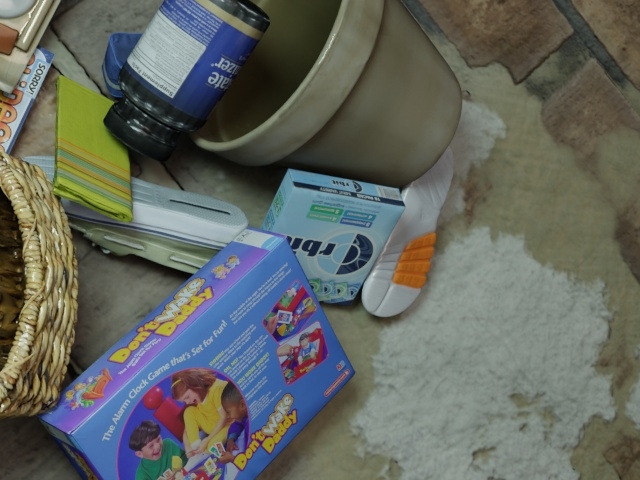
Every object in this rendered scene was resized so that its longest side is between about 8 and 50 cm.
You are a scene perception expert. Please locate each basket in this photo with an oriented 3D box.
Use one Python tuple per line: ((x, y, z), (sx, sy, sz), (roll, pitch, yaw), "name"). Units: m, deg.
((-0.395, 0.042, 1.165), (0.213, 0.223, 0.299), (-11, 74, 18), "basket")

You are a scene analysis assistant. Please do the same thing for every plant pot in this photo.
((0.023, -0.205, 1.453), (0.280, 0.323, 0.323), (28, 66, -36), "plant pot")

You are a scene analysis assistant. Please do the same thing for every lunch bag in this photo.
((-0.232, -0.225, 1.445), (0.098, 0.065, 0.067), (-3, 59, -27), "lunch bag")

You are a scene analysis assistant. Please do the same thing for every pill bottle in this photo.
((-0.168, -0.211, 1.352), (0.123, 0.123, 0.219), (31, 103, -15), "pill bottle")

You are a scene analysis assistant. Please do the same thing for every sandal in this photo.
((0.111, -0.020, 1.549), (0.102, 0.076, 0.265), (30, 76, -41), "sandal")

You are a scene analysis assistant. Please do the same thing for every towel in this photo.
((-0.276, -0.113, 1.341), (0.102, 0.021, 0.237), (28, 28, -30), "towel")

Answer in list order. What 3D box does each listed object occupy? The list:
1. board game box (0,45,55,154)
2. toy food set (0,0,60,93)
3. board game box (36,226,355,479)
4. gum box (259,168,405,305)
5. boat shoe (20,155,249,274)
((-0.426, -0.170, 1.355), (0.136, 0.035, 0.201), (25, 68, -18), "board game box")
((-0.394, -0.358, 1.310), (0.220, 0.092, 0.306), (28, 85, -17), "toy food set")
((-0.133, 0.182, 1.330), (0.347, 0.078, 0.233), (-43, 124, -27), "board game box")
((0.000, 0.000, 1.438), (0.157, 0.184, 0.041), (9, 39, -23), "gum box")
((-0.240, -0.023, 1.372), (0.302, 0.109, 0.094), (16, 113, -13), "boat shoe")
